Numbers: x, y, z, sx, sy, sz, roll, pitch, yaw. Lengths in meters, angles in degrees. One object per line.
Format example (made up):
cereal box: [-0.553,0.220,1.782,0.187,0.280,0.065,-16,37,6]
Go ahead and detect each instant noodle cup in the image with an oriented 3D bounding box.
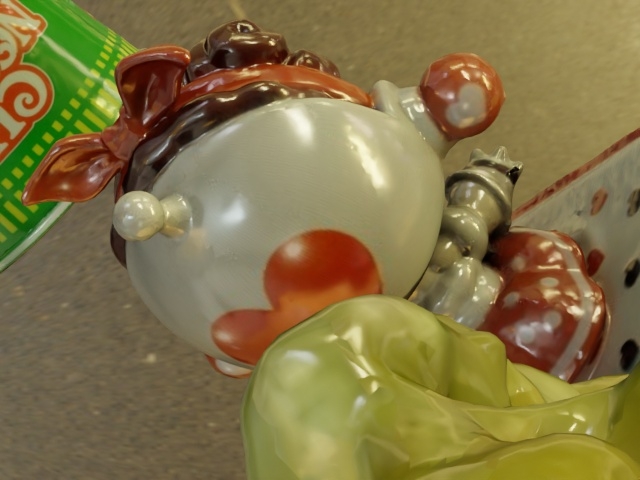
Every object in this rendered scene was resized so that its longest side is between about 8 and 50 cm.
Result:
instant noodle cup: [-0.250,-0.112,1.071,0.233,0.207,0.207,41,74,-20]

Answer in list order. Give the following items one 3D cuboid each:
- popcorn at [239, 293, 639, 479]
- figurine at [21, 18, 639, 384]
popcorn: [0.090,0.146,0.418,0.312,0.312,0.312,2,85,-18]
figurine: [0.000,0.000,0.696,0.226,0.183,0.160,25,54,-23]
